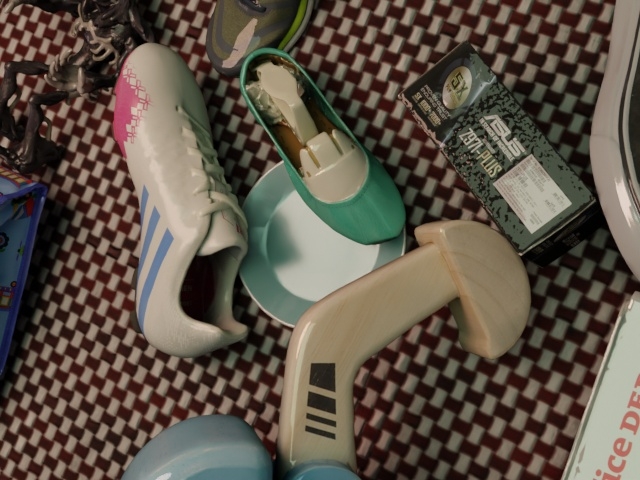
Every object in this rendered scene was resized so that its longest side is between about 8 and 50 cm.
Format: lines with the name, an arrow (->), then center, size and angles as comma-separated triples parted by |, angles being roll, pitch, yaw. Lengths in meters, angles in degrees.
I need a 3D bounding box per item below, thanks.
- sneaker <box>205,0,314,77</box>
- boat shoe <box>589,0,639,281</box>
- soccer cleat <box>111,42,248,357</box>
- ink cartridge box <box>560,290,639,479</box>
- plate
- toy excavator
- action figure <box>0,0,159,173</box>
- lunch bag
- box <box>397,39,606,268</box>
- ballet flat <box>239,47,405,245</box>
sneaker -> -0.054, -0.309, 0.909 | 0.111, 0.121, 0.300 | 32, 109, 22
boat shoe -> 0.302, -0.123, 0.719 | 0.119, 0.121, 0.335 | -25, 52, 55
soccer cleat -> -0.129, -0.045, 0.915 | 0.143, 0.116, 0.331 | -6, 89, 42
ink cartridge box -> 0.363, 0.194, 0.707 | 0.307, 0.129, 0.223 | 19, 92, 21
plate -> 0.000, 0.000, 0.920 | 0.188, 0.024, 0.188 | -3, 83, 21
toy excavator -> -0.029, 0.204, 0.774 | 0.433, 0.222, 0.445 | 0, 91, -11
action figure -> -0.288, -0.210, 0.990 | 0.164, 0.141, 0.275 | 45, 103, 20
lunch bag -> -0.450, 0.047, 1.025 | 0.221, 0.138, 0.293 | 22, 115, 25
box -> 0.167, -0.072, 0.800 | 0.077, 0.147, 0.180 | -38, 72, 13
ballet flat -> -0.009, -0.097, 0.874 | 0.083, 0.087, 0.247 | -37, 66, 2
